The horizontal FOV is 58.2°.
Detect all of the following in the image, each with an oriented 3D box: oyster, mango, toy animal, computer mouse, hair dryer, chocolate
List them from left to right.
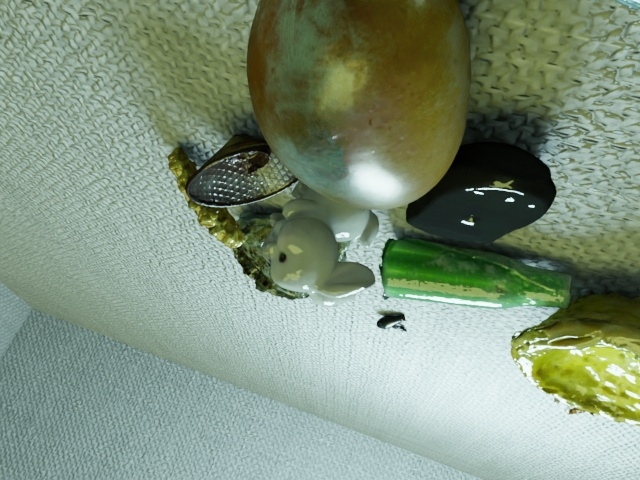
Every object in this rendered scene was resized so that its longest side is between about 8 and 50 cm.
[{"bbox_3d":[-0.056,0.024,1.100,0.267,0.112,0.199,19,134,26],"label":"oyster"},{"bbox_3d":[0.008,-0.003,0.895,0.178,0.193,0.127,22,156,-18],"label":"toy animal"},{"bbox_3d":[0.041,-0.141,0.601,0.221,0.199,0.384,11,165,7],"label":"mango"},{"bbox_3d":[0.179,0.191,1.310,0.083,0.031,0.079,24,149,-35],"label":"hair dryer"},{"bbox_3d":[0.246,0.061,0.923,0.291,0.110,0.110,7,150,24],"label":"chocolate"},{"bbox_3d":[0.200,-0.065,0.725,0.137,0.087,0.270,14,167,-3],"label":"computer mouse"}]

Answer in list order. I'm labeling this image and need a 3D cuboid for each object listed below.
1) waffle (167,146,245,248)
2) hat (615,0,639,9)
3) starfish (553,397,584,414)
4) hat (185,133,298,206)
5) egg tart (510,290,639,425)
[{"bbox_3d":[-0.200,-0.073,1.007,0.192,0.046,0.160,58,-176,13],"label":"waffle"},{"bbox_3d":[0.272,-0.229,0.381,0.138,0.078,0.191,47,165,-26],"label":"hat"},{"bbox_3d":[0.596,0.327,1.218,0.150,0.053,0.210,14,151,-10],"label":"starfish"},{"bbox_3d":[-0.121,-0.127,0.886,0.192,0.082,0.193,-17,164,-5],"label":"hat"},{"bbox_3d":[0.477,0.184,0.924,0.345,0.133,0.345,18,153,10],"label":"egg tart"}]
